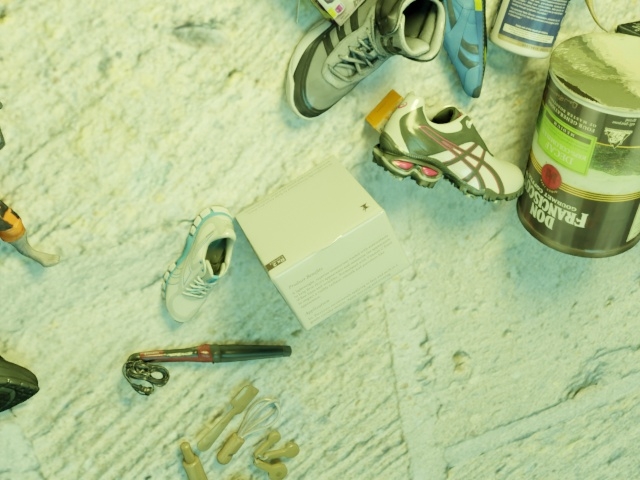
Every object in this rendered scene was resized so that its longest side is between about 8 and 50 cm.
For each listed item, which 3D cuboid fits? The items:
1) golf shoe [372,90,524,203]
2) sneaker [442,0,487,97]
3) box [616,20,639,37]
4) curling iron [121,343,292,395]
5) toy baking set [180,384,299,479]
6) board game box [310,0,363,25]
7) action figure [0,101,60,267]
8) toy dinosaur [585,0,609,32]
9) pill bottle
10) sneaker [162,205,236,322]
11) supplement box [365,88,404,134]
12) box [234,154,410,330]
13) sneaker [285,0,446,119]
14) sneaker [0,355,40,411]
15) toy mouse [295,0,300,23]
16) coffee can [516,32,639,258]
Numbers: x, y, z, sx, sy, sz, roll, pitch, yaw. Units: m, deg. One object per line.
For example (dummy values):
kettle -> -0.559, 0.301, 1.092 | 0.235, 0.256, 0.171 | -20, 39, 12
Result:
golf shoe -> 0.209, -0.130, 1.318 | 0.273, 0.105, 0.120 | 10, 109, -34
sneaker -> 0.197, -0.297, 1.288 | 0.082, 0.069, 0.209 | 0, 134, 14
box -> 0.561, -0.205, 1.428 | 0.143, 0.165, 0.270 | -16, 123, -16
curling iron -> -0.176, 0.192, 1.417 | 0.274, 0.035, 0.068 | -7, 84, -24
toy baking set -> -0.143, 0.355, 1.540 | 0.197, 0.030, 0.256 | -26, 126, -11
board game box -> 0.072, -0.464, 1.114 | 0.347, 0.056, 0.208 | -48, 121, 0
action figure -> -0.510, -0.019, 1.074 | 0.341, 0.178, 0.330 | -41, 125, -27
toy dinosaur -> 0.378, -0.377, 1.286 | 0.053, 0.092, 0.183 | -3, 90, 13
pill bottle -> 0.309, -0.352, 1.276 | 0.094, 0.094, 0.169 | 4, 117, -25
sneaker -> -0.174, 0.047, 1.310 | 0.071, 0.083, 0.190 | 11, 115, -30
supplement box -> 0.122, -0.169, 1.338 | 0.062, 0.036, 0.098 | -47, 126, 8
box -> 0.000, 0.000, 1.296 | 0.181, 0.182, 0.119 | -32, 128, -3
sneaker -> 0.064, -0.256, 1.189 | 0.101, 0.153, 0.268 | 34, 102, -34
sneaker -> -0.490, 0.155, 1.221 | 0.109, 0.130, 0.286 | -27, 150, 12
toy mouse -> -0.006, -0.380, 1.161 | 0.143, 0.031, 0.161 | -36, 126, -1
coffee can -> 0.417, -0.140, 1.348 | 0.202, 0.201, 0.275 | -14, 135, -16
